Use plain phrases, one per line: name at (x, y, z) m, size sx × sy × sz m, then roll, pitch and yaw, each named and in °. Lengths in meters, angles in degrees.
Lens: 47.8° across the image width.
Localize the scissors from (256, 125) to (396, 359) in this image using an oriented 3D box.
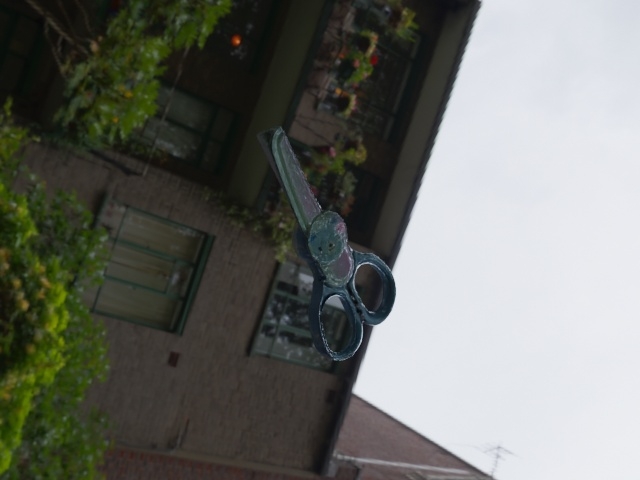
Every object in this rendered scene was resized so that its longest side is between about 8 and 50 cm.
scissors at (0.000, 0.000, 0.733) m, size 0.030 × 0.256 × 0.125 m, roll 4°, pitch -141°, yaw 47°
